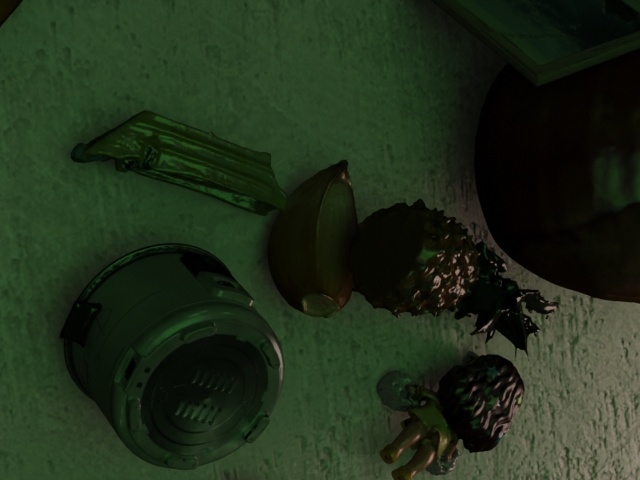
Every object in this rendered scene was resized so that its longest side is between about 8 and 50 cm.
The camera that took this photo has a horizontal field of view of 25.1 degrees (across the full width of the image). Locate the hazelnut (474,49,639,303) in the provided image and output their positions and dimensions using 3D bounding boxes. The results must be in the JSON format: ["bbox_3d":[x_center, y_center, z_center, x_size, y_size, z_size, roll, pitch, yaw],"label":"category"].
[{"bbox_3d":[0.415,-0.114,1.961,0.421,0.353,0.421,-2,77,8],"label":"hazelnut"}]

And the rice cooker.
[{"bbox_3d":[-0.181,0.138,1.779,0.280,0.227,0.241,15,106,-35],"label":"rice cooker"}]

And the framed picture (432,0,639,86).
[{"bbox_3d":[0.287,-0.329,1.923,0.247,0.335,0.022,-21,135,-22],"label":"framed picture"}]

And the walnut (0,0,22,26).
[{"bbox_3d":[-0.428,-0.328,1.657,0.209,0.209,0.336,34,92,-22],"label":"walnut"}]

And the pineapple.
[{"bbox_3d":[0.199,0.062,1.934,0.364,0.165,0.165,25,83,-42],"label":"pineapple"}]

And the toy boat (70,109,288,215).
[{"bbox_3d":[-0.171,-0.104,1.829,0.276,0.111,0.084,15,82,-21],"label":"toy boat"}]

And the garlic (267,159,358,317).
[{"bbox_3d":[-0.009,-0.001,1.913,0.115,0.128,0.206,5,85,20],"label":"garlic"}]

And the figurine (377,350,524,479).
[{"bbox_3d":[0.179,0.246,2.008,0.240,0.116,0.174,-33,105,-19],"label":"figurine"}]
